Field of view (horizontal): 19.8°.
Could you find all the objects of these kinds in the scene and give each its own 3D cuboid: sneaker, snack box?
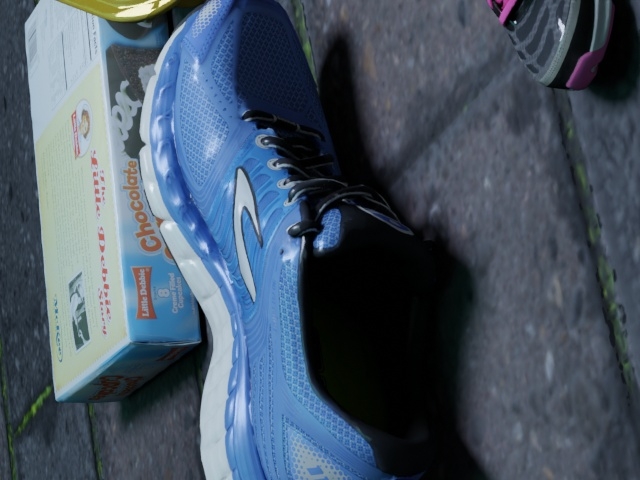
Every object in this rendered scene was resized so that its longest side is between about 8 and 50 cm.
[{"bbox_3d":[0.000,0.000,0.997,0.147,0.130,0.330,-37,59,43],"label":"sneaker"},{"bbox_3d":[0.078,-0.136,0.848,0.063,0.075,0.170,119,142,-47],"label":"sneaker"},{"bbox_3d":[-0.162,-0.054,1.386,0.187,0.060,0.322,144,123,-60],"label":"snack box"}]

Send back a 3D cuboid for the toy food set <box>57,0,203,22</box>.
[{"bbox_3d":[-0.141,-0.215,1.279,0.218,0.071,0.128,25,89,32],"label":"toy food set"}]
